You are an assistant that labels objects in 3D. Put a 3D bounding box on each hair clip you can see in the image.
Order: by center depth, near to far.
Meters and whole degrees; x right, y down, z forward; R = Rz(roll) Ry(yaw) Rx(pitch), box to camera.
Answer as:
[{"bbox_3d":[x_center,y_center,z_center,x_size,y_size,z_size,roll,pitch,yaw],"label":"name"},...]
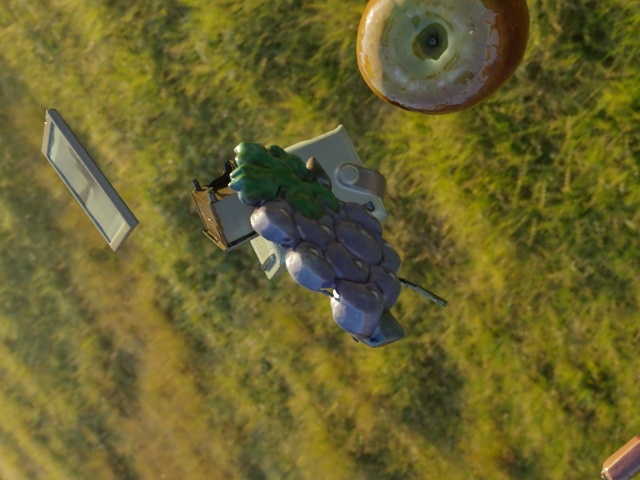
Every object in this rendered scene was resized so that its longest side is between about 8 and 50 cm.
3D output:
[{"bbox_3d":[-0.001,0.001,0.820,0.052,0.124,0.195,-48,66,28],"label":"hair clip"}]

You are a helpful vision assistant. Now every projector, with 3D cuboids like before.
[{"bbox_3d":[-0.014,-0.067,1.818,0.177,0.242,0.163,65,165,7],"label":"projector"}]

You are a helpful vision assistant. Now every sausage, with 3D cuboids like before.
[{"bbox_3d":[0.361,0.211,1.176,0.035,0.147,0.030,50,-170,24],"label":"sausage"}]

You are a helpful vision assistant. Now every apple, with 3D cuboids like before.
[{"bbox_3d":[0.167,-0.278,1.482,0.235,0.173,0.210,-3,106,22],"label":"apple"}]

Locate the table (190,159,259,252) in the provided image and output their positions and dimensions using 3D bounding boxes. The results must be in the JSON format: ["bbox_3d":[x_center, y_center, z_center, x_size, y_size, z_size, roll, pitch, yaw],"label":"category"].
[{"bbox_3d":[-0.118,-0.046,1.391,0.083,0.070,0.082,36,150,60],"label":"table"}]

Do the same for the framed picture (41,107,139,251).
[{"bbox_3d":[-0.367,-0.087,1.725,0.213,0.016,0.289,54,163,-3],"label":"framed picture"}]

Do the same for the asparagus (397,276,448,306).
[{"bbox_3d":[0.144,0.073,1.804,0.163,0.016,0.016,25,101,38],"label":"asparagus"}]
